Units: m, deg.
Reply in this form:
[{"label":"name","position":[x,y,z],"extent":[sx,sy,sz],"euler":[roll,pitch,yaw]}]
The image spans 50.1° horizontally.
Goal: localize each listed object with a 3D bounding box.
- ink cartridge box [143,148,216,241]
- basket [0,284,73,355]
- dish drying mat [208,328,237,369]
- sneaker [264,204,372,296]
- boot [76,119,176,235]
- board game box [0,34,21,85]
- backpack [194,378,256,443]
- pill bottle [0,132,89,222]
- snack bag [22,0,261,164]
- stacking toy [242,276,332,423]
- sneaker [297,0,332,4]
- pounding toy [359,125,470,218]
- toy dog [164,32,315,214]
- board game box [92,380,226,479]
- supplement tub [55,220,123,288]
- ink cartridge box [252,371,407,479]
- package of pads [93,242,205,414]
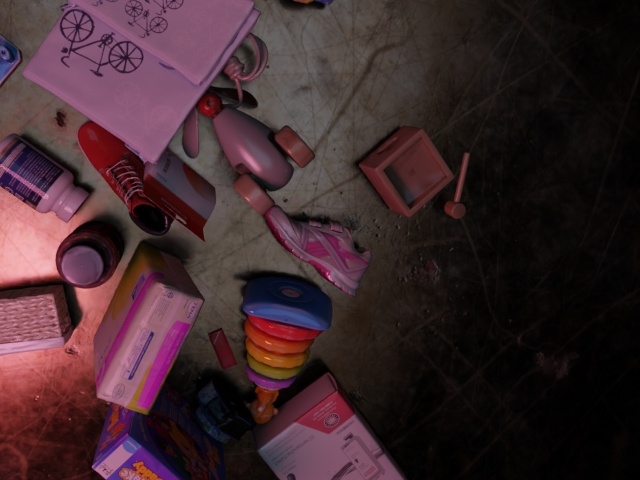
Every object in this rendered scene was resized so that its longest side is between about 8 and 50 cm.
[{"label":"ink cartridge box","position":[-0.253,-0.091,1.242],"extent":[0.045,0.179,0.145],"euler":[-43,118,10]},{"label":"basket","position":[-0.557,0.147,1.270],"extent":[0.167,0.113,0.103],"euler":[-7,99,-10]},{"label":"dish drying mat","position":[-0.201,0.224,1.407],"extent":[0.032,0.008,0.083],"euler":[-22,103,-8]},{"label":"sneaker","position":[0.000,0.000,1.370],"extent":[0.252,0.103,0.111],"euler":[38,86,-21]},{"label":"boot","position":[-0.352,-0.116,1.234],"extent":[0.088,0.176,0.244],"euler":[-39,103,0]},{"label":"board game box","position":[-0.802,-0.305,1.178],"extent":[0.390,0.050,0.390],"euler":[40,90,-15]},{"label":"backpack","position":[-0.201,0.341,1.368],"extent":[0.084,0.114,0.105],"euler":[-40,143,-1]},{"label":"pill bottle","position":[-0.512,-0.108,1.245],"extent":[0.169,0.094,0.094],"euler":[37,91,-14]},{"label":"snack bag","position":[-0.328,-0.353,1.209],"extent":[0.323,0.037,0.342],"euler":[34,89,7]},{"label":"stacking toy","position":[-0.090,0.237,1.371],"extent":[0.175,0.165,0.301],"euler":[12,108,-4]},{"label":"sneaker","position":[0.007,-0.558,1.290],"extent":[0.126,0.091,0.239],"euler":[12,97,-31]},{"label":"pounding toy","position":[0.213,-0.130,1.392],"extent":[0.181,0.094,0.206],"euler":[-41,114,-7]},{"label":"toy dog","position":[-0.155,-0.205,1.296],"extent":[0.220,0.161,0.333],"euler":[-24,88,-3]},{"label":"board game box","position":[-0.278,0.374,1.243],"extent":[0.078,0.347,0.233],"euler":[-43,104,-1]},{"label":"supplement tub","position":[-0.415,0.026,1.234],"extent":[0.106,0.198,0.105],"euler":[-2,99,-11]},{"label":"ink cartridge box","position":[0.023,0.455,1.433],"extent":[0.207,0.117,0.283],"euler":[-37,104,-4]},{"label":"package of pads","position":[-0.316,0.151,1.224],"extent":[0.101,0.296,0.229],"euler":[25,94,-23]}]
